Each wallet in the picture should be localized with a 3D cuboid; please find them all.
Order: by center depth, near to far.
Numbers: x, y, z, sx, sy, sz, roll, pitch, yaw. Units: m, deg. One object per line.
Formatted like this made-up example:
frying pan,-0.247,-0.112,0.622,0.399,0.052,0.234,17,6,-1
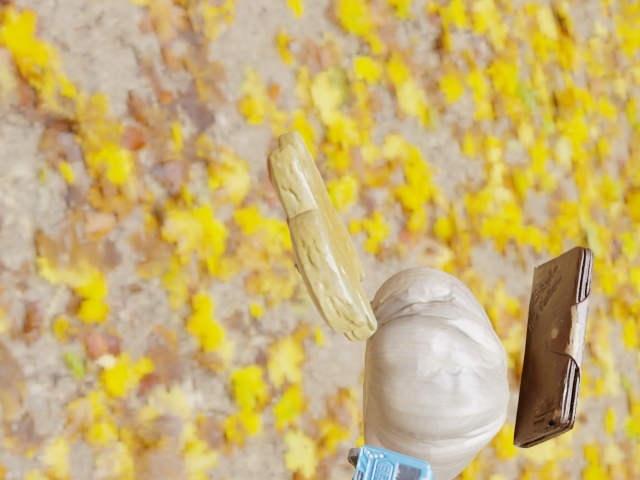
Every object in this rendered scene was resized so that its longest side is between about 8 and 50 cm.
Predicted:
wallet,0.207,0.093,1.260,0.026,0.095,0.176,20,65,-16

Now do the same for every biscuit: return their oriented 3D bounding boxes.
biscuit,0.000,0.000,1.000,0.153,0.030,0.234,63,6,-18

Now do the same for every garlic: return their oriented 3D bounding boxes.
garlic,0.118,0.142,1.450,0.228,0.152,0.227,5,90,-84

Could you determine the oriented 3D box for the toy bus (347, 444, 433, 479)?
toy bus,0.032,0.128,0.669,0.083,0.046,0.038,80,21,-65
